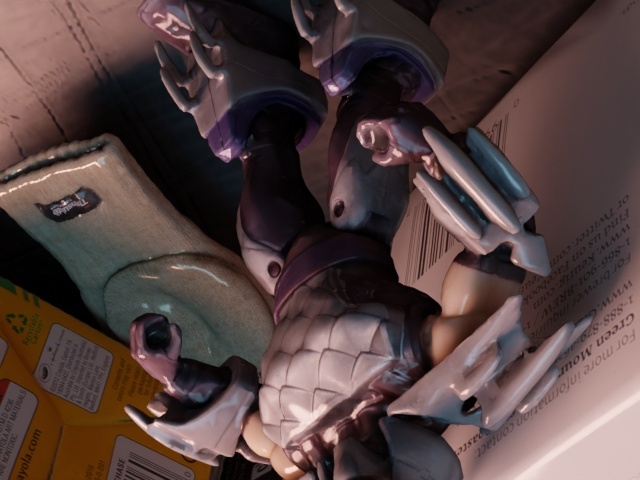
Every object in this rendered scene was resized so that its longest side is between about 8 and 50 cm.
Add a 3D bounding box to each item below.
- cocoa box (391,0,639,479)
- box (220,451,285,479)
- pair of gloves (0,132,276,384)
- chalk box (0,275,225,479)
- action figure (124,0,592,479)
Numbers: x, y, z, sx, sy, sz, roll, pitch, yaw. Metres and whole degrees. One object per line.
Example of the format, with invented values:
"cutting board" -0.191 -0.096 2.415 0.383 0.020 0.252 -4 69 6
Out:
"cocoa box" 0.202 0.016 0.479 0.228 0.231 0.347 28 133 -16
"box" -0.003 0.222 0.717 0.203 0.168 0.167 40 119 -21
"pair of gloves" -0.137 0.046 0.681 0.240 0.042 0.204 -22 126 28
"chalk box" -0.208 0.174 0.666 0.179 0.180 0.289 33 130 -21
"action figure" 0.000 0.000 0.484 0.185 0.285 0.099 -34 133 25
